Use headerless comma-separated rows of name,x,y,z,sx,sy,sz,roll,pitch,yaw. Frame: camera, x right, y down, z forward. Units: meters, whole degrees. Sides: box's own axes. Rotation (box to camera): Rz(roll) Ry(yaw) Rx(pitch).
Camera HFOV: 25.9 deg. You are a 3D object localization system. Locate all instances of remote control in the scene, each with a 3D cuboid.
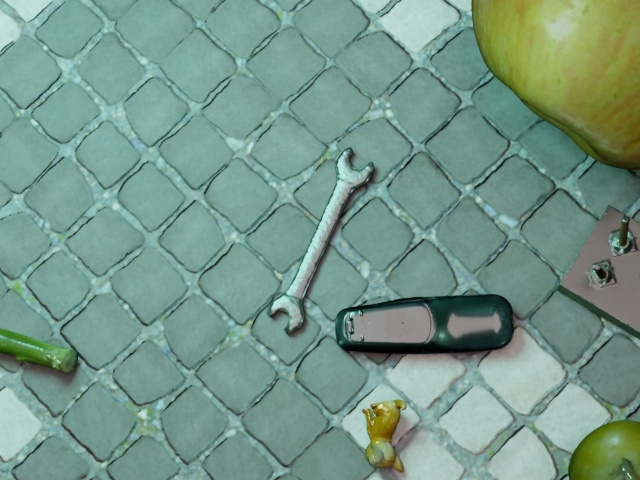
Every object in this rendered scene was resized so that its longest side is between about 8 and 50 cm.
remote control,0.129,0.105,1.729,0.222,0.042,0.072,-3,79,4

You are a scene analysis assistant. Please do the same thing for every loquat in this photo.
loquat,0.355,0.282,1.598,0.152,0.195,0.152,-3,82,19

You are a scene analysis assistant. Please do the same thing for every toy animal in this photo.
toy animal,0.083,0.240,1.694,0.081,0.060,0.083,-22,69,35

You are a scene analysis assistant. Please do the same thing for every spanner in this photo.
spanner,0.000,0.000,1.776,0.054,0.015,0.254,23,80,9

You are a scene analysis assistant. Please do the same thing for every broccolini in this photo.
broccolini,-0.495,0.085,1.765,0.392,0.074,0.078,15,86,9

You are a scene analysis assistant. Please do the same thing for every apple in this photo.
apple,0.365,-0.275,1.629,0.391,0.391,0.346,35,90,11

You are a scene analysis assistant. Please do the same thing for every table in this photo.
table,0.424,0.062,1.681,0.240,0.111,0.121,31,81,10
